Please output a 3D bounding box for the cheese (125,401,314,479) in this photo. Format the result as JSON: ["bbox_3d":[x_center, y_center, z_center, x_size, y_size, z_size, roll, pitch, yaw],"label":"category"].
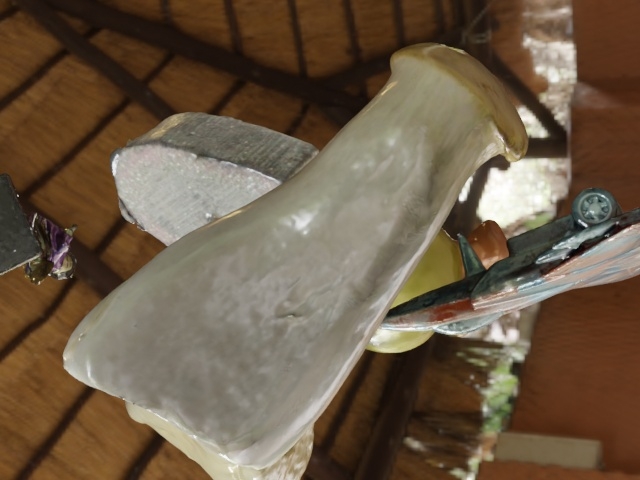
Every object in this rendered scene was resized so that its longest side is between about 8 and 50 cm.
[{"bbox_3d":[-0.096,0.192,1.094,0.173,0.251,0.248,-41,-7,-33],"label":"cheese"}]

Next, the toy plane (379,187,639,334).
[{"bbox_3d":[0.202,0.023,0.814,0.223,0.326,0.104,39,-137,-70],"label":"toy plane"}]

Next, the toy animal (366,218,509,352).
[{"bbox_3d":[0.078,0.056,1.258,0.191,0.338,0.216,-88,10,-47],"label":"toy animal"}]

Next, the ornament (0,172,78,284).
[{"bbox_3d":[-0.273,0.002,0.858,0.088,0.081,0.203,64,-175,11],"label":"ornament"}]

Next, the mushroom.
[{"bbox_3d":[0.000,0.000,0.593,0.329,0.122,0.159,-49,-50,-4],"label":"mushroom"}]

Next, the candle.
[{"bbox_3d":[-0.071,-0.028,0.746,0.192,0.168,0.068,52,-138,-13],"label":"candle"}]
